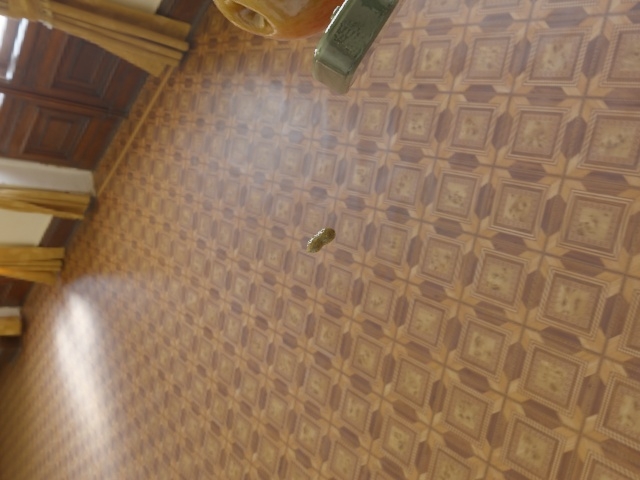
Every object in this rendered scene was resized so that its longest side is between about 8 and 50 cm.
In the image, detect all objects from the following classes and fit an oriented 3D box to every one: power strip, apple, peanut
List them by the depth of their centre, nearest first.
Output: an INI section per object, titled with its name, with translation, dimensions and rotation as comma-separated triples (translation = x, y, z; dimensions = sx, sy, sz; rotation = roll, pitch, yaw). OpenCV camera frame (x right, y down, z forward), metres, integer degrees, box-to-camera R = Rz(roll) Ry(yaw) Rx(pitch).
[power strip]
translation = 0.080, -0.309, 0.608
dimensions = 0.264, 0.059, 0.193
rotation = -57, 3, 0
[peanut]
translation = 0.000, 0.000, 1.094
dimensions = 0.037, 0.083, 0.037
rotation = 30, 145, 23
[apple]
translation = -0.083, -0.627, 1.168
dimensions = 0.364, 0.364, 0.363
rotation = -4, 84, 48
